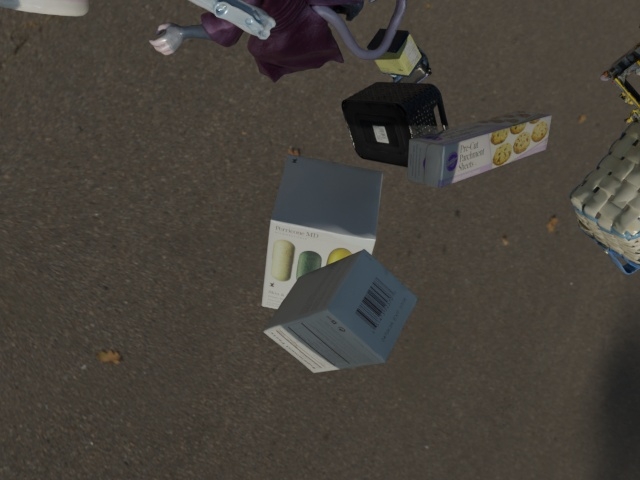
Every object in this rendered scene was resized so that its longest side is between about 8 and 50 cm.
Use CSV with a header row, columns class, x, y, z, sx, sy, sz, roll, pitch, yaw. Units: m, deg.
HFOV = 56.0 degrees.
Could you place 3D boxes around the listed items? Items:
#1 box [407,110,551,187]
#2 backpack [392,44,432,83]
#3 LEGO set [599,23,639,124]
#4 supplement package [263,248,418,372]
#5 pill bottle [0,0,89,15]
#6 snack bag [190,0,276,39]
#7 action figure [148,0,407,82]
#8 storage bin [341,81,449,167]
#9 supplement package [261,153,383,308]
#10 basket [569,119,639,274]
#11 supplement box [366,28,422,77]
class,x,y,z,sx,sy,sz,roll,pitch,yaw
box,0.261,-0.152,0.953,0.324,0.063,0.067,-20,119,-41
backpack,0.240,-0.477,1.635,0.084,0.105,0.114,37,37,-25
LEGO set,0.536,-0.183,0.854,0.331,0.192,0.255,42,43,-7
supplement package,0.023,0.101,0.808,0.105,0.179,0.105,42,59,-14
pill bottle,-0.476,-0.548,1.014,0.169,0.169,0.302,-6,118,-32
snack bag,-0.236,-0.276,0.454,0.323,0.342,0.037,7,117,-57
action figure,-0.066,-0.347,0.884,0.370,0.275,0.248,5,105,-70
storage bin,0.132,-0.208,1.074,0.084,0.180,0.122,-33,120,-23
supplement package,0.000,0.000,1.227,0.199,0.263,0.198,11,47,0
basket,0.601,-0.073,1.084,0.289,0.201,0.255,28,105,-41
supplement box,0.161,-0.405,1.299,0.056,0.083,0.083,-55,136,-10
